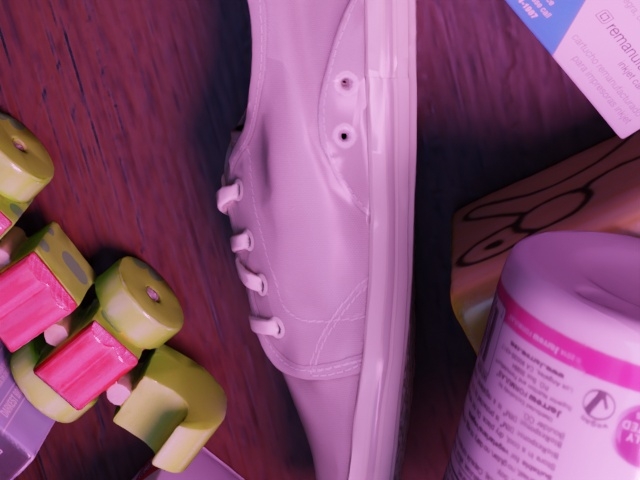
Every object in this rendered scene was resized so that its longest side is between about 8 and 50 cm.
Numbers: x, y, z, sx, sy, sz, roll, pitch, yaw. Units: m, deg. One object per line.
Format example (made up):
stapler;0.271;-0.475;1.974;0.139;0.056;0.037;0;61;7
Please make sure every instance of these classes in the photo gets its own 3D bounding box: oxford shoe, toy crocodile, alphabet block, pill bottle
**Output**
oxford shoe;0.000;0.000;1.049;0.130;0.169;0.449;-1;101;2
toy crocodile;-0.200;0.024;1.102;0.115;0.105;0.340;-39;101;15
alphabet block;0.208;0.047;1.033;0.197;0.192;0.193;-25;103;13
pill bottle;0.144;0.151;0.890;0.160;0.160;0.283;13;109;0

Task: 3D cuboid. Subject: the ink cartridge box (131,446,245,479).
ink cartridge box;-0.117;0.255;1.160;0.127;0.128;0.176;39;108;-9

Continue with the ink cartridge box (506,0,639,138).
ink cartridge box;0.208;-0.214;0.921;0.232;0.168;0.171;-33;127;19

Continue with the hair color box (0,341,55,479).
hair color box;-0.382;0.066;1.128;0.374;0.113;0.185;42;107;-9
